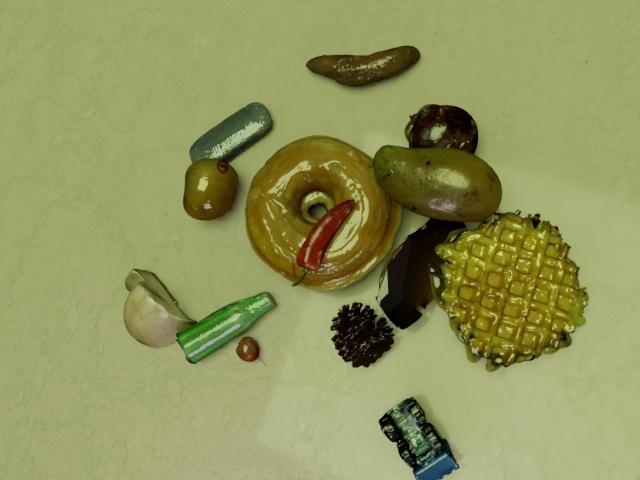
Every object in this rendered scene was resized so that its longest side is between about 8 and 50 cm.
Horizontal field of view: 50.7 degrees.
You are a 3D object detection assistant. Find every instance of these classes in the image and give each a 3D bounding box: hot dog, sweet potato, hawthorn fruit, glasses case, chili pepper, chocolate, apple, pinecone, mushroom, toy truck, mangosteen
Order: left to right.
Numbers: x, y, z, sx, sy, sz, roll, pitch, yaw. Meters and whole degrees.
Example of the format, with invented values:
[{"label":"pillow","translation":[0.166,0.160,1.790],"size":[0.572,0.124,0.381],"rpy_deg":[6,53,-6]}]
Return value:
[{"label":"mushroom","translation":[-0.519,0.210,1.959],"size":[0.173,0.162,0.236],"rpy_deg":[-46,71,2]},{"label":"apple","translation":[-0.319,-0.149,1.967],"size":[0.155,0.182,0.182],"rpy_deg":[5,80,-14]},{"label":"chocolate","translation":[-0.261,0.236,1.922],"size":[0.291,0.110,0.110],"rpy_deg":[-31,74,5]},{"label":"glasses case","translation":[-0.272,-0.311,2.037],"size":[0.282,0.067,0.109],"rpy_deg":[-35,70,8]},{"label":"hawthorn fruit","translation":[-0.189,0.318,1.907],"size":[0.103,0.067,0.066],"rpy_deg":[32,89,6]},{"label":"chili pepper","translation":[0.000,0.000,1.706],"size":[0.063,0.071,0.272],"rpy_deg":[24,81,54]},{"label":"pinecone","translation":[0.101,0.240,1.796],"size":[0.163,0.163,0.165],"rpy_deg":[-40,57,5]},{"label":"sweet potato","translation":[0.117,-0.498,1.957],"size":[0.342,0.092,0.114],"rpy_deg":[-3,54,14]},{"label":"toy truck","translation":[0.249,0.510,1.718],"size":[0.113,0.126,0.208],"rpy_deg":[-35,77,6]},{"label":"hot dog","translation":[0.272,0.080,1.804],"size":[0.326,0.107,0.194],"rpy_deg":[-40,87,-9]},{"label":"mangosteen","translation":[0.316,-0.283,1.830],"size":[0.192,0.192,0.217],"rpy_deg":[-42,41,5]}]

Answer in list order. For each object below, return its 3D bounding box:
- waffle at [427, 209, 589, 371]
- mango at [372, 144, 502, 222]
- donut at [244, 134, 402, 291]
[{"label":"waffle","translation":[0.477,0.119,1.711],"size":[0.380,0.095,0.382],"rpy_deg":[-21,80,-4]},{"label":"mango","translation":[0.291,-0.141,1.704],"size":[0.330,0.175,0.176],"rpy_deg":[7,77,6]},{"label":"donut","translation":[0.002,-0.081,1.855],"size":[0.449,0.198,0.448],"rpy_deg":[-3,78,13]}]
